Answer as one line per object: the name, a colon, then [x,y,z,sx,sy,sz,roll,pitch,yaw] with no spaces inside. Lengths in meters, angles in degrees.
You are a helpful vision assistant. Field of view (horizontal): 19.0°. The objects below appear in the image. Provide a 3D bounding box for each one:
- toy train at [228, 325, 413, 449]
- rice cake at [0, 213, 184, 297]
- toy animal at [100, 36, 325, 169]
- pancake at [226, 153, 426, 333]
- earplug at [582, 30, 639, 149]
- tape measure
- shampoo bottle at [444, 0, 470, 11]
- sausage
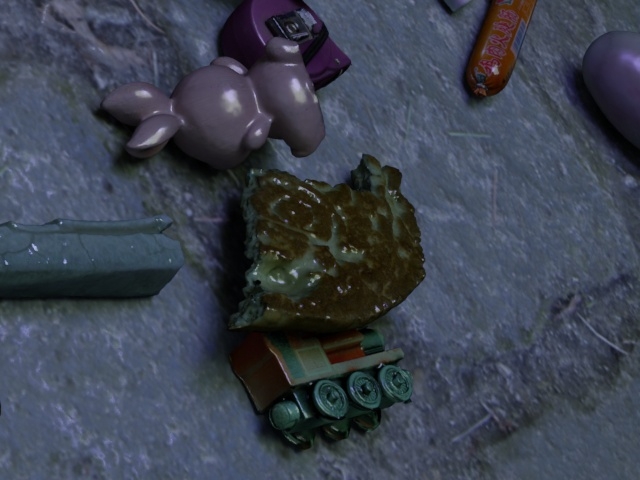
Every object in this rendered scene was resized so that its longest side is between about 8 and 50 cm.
toy train: [0.009,0.126,1.819,0.176,0.074,0.118,-12,67,-45]
rice cake: [-0.263,0.017,1.646,0.336,0.066,0.063,-2,56,-44]
toy animal: [-0.108,-0.122,1.867,0.212,0.124,0.124,-12,69,-12]
pancake: [-0.002,0.004,1.861,0.197,0.054,0.376,43,31,7]
earplug: [0.451,-0.154,2.350,0.301,0.172,0.172,34,45,-14]
tape measure: [-0.039,-0.204,1.989,0.118,0.074,0.125,54,39,2]
shampoo bottle: [0.148,-0.326,2.264,0.099,0.043,0.072,48,42,-7]
sausage: [0.231,-0.282,2.304,0.053,0.053,0.348,39,44,-16]
